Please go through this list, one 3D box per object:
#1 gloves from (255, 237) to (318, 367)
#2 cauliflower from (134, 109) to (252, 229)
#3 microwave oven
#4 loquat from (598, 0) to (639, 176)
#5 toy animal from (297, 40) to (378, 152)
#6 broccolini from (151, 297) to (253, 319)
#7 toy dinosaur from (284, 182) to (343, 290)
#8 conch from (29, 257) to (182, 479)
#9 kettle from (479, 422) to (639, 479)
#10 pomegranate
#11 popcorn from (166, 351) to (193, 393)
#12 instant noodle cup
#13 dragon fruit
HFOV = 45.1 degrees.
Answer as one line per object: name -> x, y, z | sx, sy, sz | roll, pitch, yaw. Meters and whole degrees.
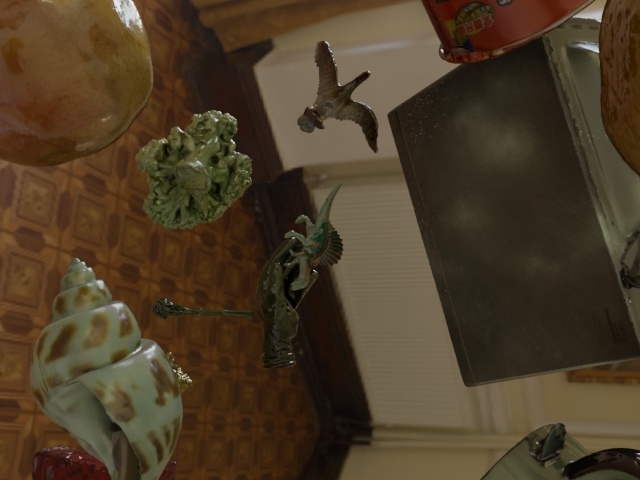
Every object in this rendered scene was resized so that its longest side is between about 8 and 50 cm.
gloves -> -0.077, 0.125, 1.546 | 0.135, 0.107, 0.268 | 7, 96, -69
cauliflower -> -0.318, -0.179, 1.878 | 0.327, 0.260, 0.281 | -63, 165, -5
microwave oven -> 0.329, -0.047, 1.078 | 0.236, 0.374, 0.432 | -9, 80, -34
loquat -> 0.268, -0.109, 0.445 | 0.213, 0.213, 0.213 | -3, 90, -67
toy animal -> 0.043, -0.292, 1.633 | 0.160, 0.197, 0.272 | -40, 98, -17
broccolini -> -0.240, 0.143, 1.548 | 0.042, 0.218, 0.044 | 69, 31, -48
toy dinosaur -> 0.000, -0.001, 1.355 | 0.187, 0.044, 0.106 | -44, 106, -12
conch -> -0.336, 0.217, 1.213 | 0.197, 0.249, 0.368 | -40, 101, -31
kettle -> 0.251, 0.282, 0.644 | 0.165, 0.255, 0.240 | -15, 133, -34
pomegranate -> -0.389, -0.247, 1.098 | 0.319, 0.319, 0.319 | -3, 90, -67
popcorn -> -0.328, 0.297, 1.632 | 0.097, 0.089, 0.109 | 26, 48, -28
instant noodle cup -> 0.193, -0.347, 0.862 | 0.192, 0.250, 0.250 | 51, 37, -23
dragon fruit -> -0.499, 0.540, 1.736 | 0.302, 0.330, 0.240 | -44, 152, -52
